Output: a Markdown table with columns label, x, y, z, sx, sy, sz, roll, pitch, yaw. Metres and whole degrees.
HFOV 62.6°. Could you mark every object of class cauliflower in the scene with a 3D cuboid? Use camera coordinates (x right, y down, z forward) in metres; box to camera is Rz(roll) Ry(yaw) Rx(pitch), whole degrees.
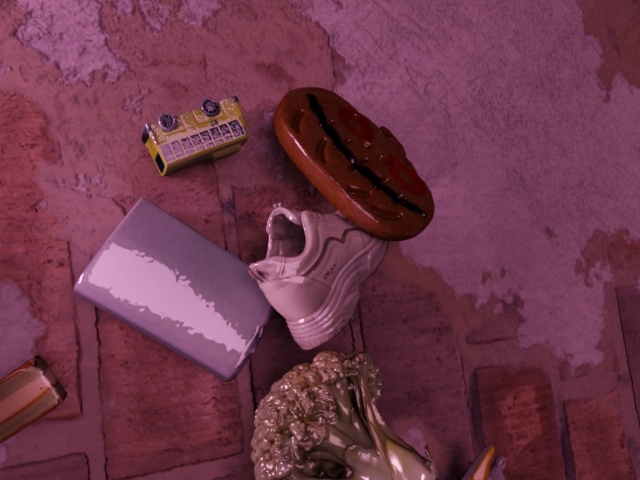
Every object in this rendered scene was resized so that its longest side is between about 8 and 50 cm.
| label | x | y | z | sx | sy | sz | roll | pitch | yaw |
| --- | --- | --- | --- | --- | --- | --- | --- | --- | --- |
| cauliflower | 0.025 | 0.338 | 0.870 | 0.281 | 0.260 | 0.327 | 41 | 64 | 14 |

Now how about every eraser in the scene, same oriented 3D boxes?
| label | x | y | z | sx | sy | sz | roll | pitch | yaw |
| --- | --- | --- | --- | --- | --- | --- | --- | --- | --- |
| eraser | -0.226 | 0.083 | 0.878 | 0.290 | 0.104 | 0.189 | 35 | 66 | -15 |

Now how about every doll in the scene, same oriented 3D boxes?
| label | x | y | z | sx | sy | sz | roll | pitch | yaw |
| --- | --- | --- | --- | --- | --- | --- | --- | --- | --- |
| doll | 0.269 | 0.543 | 1.023 | 0.316 | 0.103 | 0.145 | -40 | 102 | -20 |

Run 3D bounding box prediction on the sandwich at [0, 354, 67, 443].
| label | x | y | z | sx | sy | sz | roll | pitch | yaw |
| --- | --- | --- | --- | --- | --- | --- | --- | --- | --- |
| sandwich | -0.453 | 0.243 | 0.739 | 0.163 | 0.113 | 0.079 | -36 | 96 | -25 |

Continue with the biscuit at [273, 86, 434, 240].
| label | x | y | z | sx | sy | sz | roll | pitch | yaw |
| --- | --- | --- | --- | --- | --- | --- | --- | --- | --- |
| biscuit | 0.082 | -0.162 | 1.017 | 0.367 | 0.063 | 0.314 | 47 | 40 | 7 |

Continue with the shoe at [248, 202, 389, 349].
| label | x | y | z | sx | sy | sz | roll | pitch | yaw |
| --- | --- | --- | --- | --- | --- | --- | --- | --- | --- |
| shoe | 0.000 | 0.000 | 0.933 | 0.210 | 0.132 | 0.342 | 50 | 48 | -24 |

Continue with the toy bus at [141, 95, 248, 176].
| label | x | y | z | sx | sy | sz | roll | pitch | yaw |
| --- | --- | --- | --- | --- | --- | --- | --- | --- | --- |
| toy bus | -0.219 | -0.187 | 0.944 | 0.175 | 0.088 | 0.101 | -26 | 93 | -24 |
